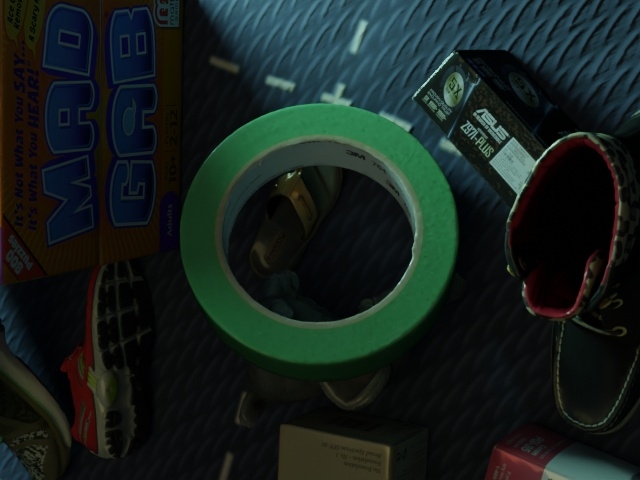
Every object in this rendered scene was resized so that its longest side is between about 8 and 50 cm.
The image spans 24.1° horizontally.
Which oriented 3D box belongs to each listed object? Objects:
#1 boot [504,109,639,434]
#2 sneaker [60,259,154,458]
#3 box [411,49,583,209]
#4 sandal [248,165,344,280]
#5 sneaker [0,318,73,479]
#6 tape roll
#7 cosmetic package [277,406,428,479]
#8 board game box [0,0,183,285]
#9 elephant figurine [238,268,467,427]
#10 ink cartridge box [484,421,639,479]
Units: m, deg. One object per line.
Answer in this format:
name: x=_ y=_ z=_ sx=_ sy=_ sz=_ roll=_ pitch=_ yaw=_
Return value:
boot: x=0.285 y=0.044 z=1.567 sx=0.138 sy=0.284 sz=0.378 roll=23 pitch=106 yaw=25
sneaker: x=-0.302 y=0.155 z=2.022 sx=0.118 sy=0.107 sz=0.279 roll=9 pitch=99 yaw=37
box: x=0.212 y=-0.124 z=1.667 sx=0.180 sy=0.147 sz=0.077 roll=50 pitch=116 yaw=16
sandal: x=-0.039 y=-0.043 z=1.869 sx=0.090 sy=0.060 sz=0.219 roll=37 pitch=113 yaw=20
sneaker: x=-0.484 y=0.212 z=2.005 sx=0.158 sy=0.182 sz=0.410 roll=16 pitch=144 yaw=42
tape roll: x=0.000 y=0.000 z=1.742 sx=0.321 sy=0.077 sz=0.321 roll=-1 pitch=69 yaw=3
cosmetic package: x=0.035 y=0.375 z=1.852 sx=0.160 sy=0.113 sz=0.310 roll=6 pitch=99 yaw=28
board game box: x=-0.418 y=-0.158 z=1.900 sx=0.356 sy=0.356 sz=0.356 roll=6 pitch=100 yaw=29
elephant figurine: x=0.038 y=0.131 z=1.806 sx=0.239 sy=0.169 sz=0.186 roll=12 pitch=132 yaw=12
ink cartridge box: x=0.316 y=0.358 z=1.686 sx=0.283 sy=0.117 sz=0.207 roll=21 pitch=106 yaw=26
